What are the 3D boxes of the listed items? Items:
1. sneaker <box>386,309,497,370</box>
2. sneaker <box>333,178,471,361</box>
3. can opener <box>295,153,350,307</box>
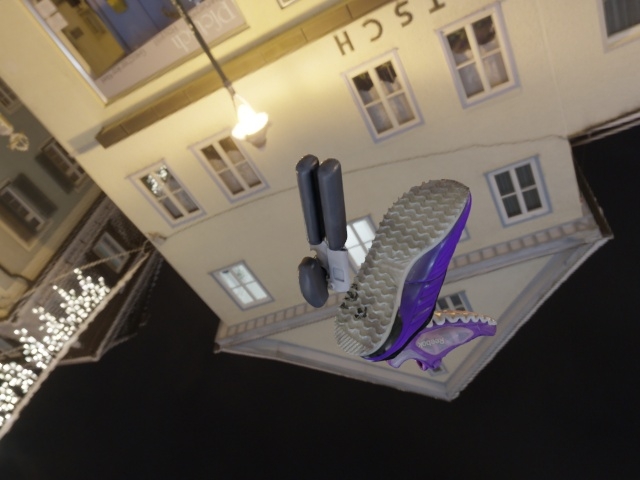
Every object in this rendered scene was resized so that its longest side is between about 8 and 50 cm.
[{"bbox_3d":[0.211,0.184,0.911,0.236,0.105,0.095,-3,174,-11],"label":"sneaker"},{"bbox_3d":[0.137,0.051,0.738,0.102,0.146,0.294,28,-98,41],"label":"sneaker"},{"bbox_3d":[0.000,0.000,0.816,0.075,0.284,0.095,14,-133,23],"label":"can opener"}]
